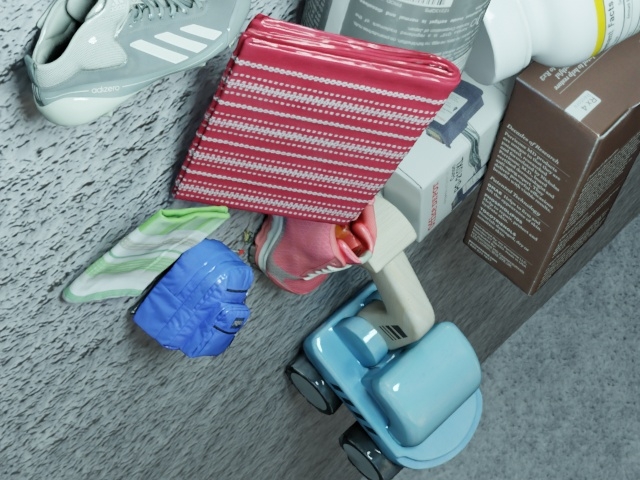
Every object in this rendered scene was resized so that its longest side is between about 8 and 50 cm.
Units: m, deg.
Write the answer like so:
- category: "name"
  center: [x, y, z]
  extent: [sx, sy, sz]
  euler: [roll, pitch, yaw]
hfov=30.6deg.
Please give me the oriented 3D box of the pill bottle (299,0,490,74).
- category: "pill bottle"
  center: [0.068, -0.214, 1.084]
  extent: [0.162, 0.162, 0.278]
  euler: [-34, 156, -35]

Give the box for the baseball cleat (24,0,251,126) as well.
- category: "baseball cleat"
  center: [-0.132, -0.167, 0.892]
  extent: [0.206, 0.072, 0.109]
  euler: [-42, 153, -26]

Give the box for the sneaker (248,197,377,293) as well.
- category: "sneaker"
  center: [0.000, 0.000, 1.381]
  extent: [0.116, 0.136, 0.314]
  euler: [-39, 159, -21]

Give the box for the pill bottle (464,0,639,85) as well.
- category: "pill bottle"
  center: [0.285, -0.297, 1.217]
  extent: [0.334, 0.188, 0.188]
  euler: [-28, 157, -9]

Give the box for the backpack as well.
- category: "backpack"
  center: [-0.127, 0.063, 1.293]
  extent: [0.120, 0.101, 0.098]
  euler: [-55, 166, 9]

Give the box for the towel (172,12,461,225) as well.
- category: "towel"
  center: [-0.013, -0.099, 1.080]
  extent: [0.199, 0.031, 0.275]
  euler: [9, 150, -17]

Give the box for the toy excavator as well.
- category: "toy excavator"
  center: [0.112, 0.142, 1.703]
  extent: [0.222, 0.433, 0.445]
  euler: [-40, -173, -21]

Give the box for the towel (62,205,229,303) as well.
- category: "towel"
  center: [-0.170, 0.015, 1.151]
  extent: [0.152, 0.023, 0.113]
  euler: [-36, 166, 29]

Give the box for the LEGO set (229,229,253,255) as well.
- category: "LEGO set"
  center: [-0.110, 0.019, 1.367]
  extent: [0.083, 0.023, 0.054]
  euler: [-49, 168, -40]

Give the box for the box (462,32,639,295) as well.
- category: "box"
  center: [0.326, -0.110, 1.565]
  extent: [0.191, 0.143, 0.381]
  euler: [-40, 161, -26]

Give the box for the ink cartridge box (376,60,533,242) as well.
- category: "ink cartridge box"
  center: [0.176, -0.133, 1.551]
  extent: [0.237, 0.100, 0.172]
  euler: [-43, 160, -15]
